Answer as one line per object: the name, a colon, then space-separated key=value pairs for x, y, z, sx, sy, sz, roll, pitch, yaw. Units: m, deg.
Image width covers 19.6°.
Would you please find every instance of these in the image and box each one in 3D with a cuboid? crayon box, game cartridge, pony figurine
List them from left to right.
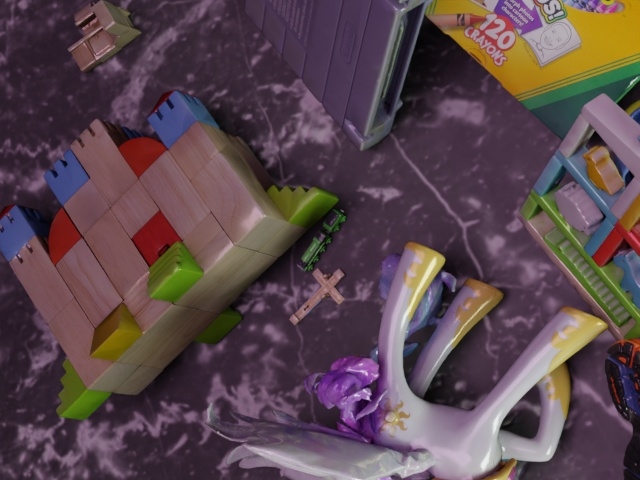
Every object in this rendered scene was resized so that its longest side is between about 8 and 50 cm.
game cartridge: x=0.012 y=-0.260 z=1.913 sx=0.068 sy=0.355 sz=0.230 roll=-30 pitch=74 yaw=-16
pony figurine: x=0.084 y=0.197 z=1.929 sx=0.351 sy=0.303 sz=0.363 roll=23 pitch=83 yaw=12
crayon box: x=0.213 y=-0.252 z=1.902 sx=0.278 sy=0.081 sz=0.165 roll=41 pitch=105 yaw=-8

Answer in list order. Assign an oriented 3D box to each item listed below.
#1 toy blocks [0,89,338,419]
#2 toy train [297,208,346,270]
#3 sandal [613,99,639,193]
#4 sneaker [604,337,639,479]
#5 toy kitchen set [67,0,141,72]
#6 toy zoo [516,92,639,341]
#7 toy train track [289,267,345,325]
toy blocks: x=-0.203 y=-0.020 z=2.087 sx=0.381 sy=0.191 sz=0.261 roll=-44 pitch=64 yaw=17
toy train: x=0.000 y=0.000 z=2.070 sx=0.017 sy=0.024 sz=0.083 roll=38 pitch=103 yaw=18
sandal: x=0.377 y=-0.001 z=1.860 sx=0.126 sy=0.138 sz=0.317 roll=-31 pitch=80 yaw=16
sneaker: x=0.360 y=0.199 z=1.894 sx=0.083 sy=0.087 sz=0.221 roll=11 pitch=114 yaw=59
toy kitchen set: x=-0.269 y=-0.250 z=2.150 sx=0.083 sy=0.075 sz=0.068 roll=-35 pitch=77 yaw=14
toy zoo: x=0.300 y=-0.021 z=1.833 sx=0.030 sy=0.293 sz=0.192 roll=-32 pitch=76 yaw=-22
toy train track: x=-0.005 y=0.063 z=2.077 sx=0.083 sy=0.014 sz=0.048 roll=-46 pitch=74 yaw=16
